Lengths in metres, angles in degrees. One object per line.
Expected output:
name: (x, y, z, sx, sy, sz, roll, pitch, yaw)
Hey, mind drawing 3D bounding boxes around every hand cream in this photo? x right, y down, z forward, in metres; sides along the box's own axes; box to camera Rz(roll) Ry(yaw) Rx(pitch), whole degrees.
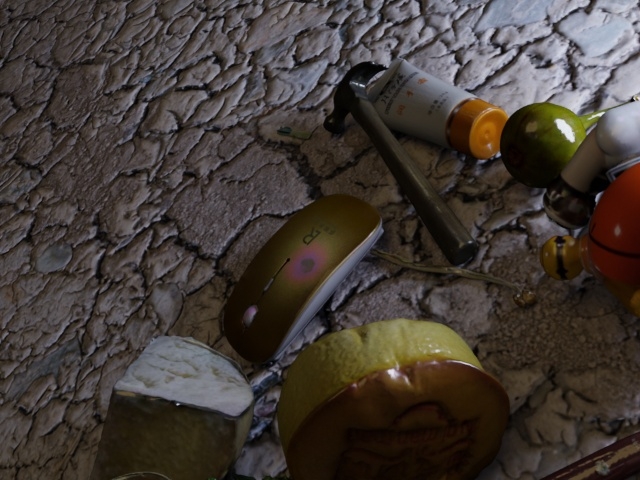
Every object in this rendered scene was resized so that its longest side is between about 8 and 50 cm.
hand cream: (0.183, -0.224, 1.342, 0.140, 0.089, 0.314, -55, 38, -3)

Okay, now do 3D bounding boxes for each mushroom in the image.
mushroom: (0.185, 0.047, 1.163, 0.286, 0.028, 0.026, 19, 109, 42)

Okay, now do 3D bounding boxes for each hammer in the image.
hammer: (0.126, -0.126, 1.293, 0.168, 0.044, 0.440, -61, 41, 34)

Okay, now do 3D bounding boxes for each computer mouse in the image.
computer mouse: (-0.034, 0.051, 1.249, 0.310, 0.072, 0.158, -49, 43, -5)

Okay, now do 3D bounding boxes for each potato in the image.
potato: (-0.208, 0.298, 1.159, 0.189, 0.211, 0.264, 19, 102, 2)

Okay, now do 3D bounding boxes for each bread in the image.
bread: (0.078, 0.209, 0.923, 0.269, 0.270, 0.148, -31, 41, 7)

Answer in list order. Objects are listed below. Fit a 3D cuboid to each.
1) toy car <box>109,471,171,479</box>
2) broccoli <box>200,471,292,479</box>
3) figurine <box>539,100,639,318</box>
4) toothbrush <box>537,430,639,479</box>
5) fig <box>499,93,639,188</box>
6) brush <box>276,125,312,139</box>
toy car: (-0.260, 0.357, 0.931, 0.235, 0.145, 0.235, -11, 24, 5)
broccoli: (-0.078, 0.365, 0.980, 0.195, 0.195, 0.156, -25, 11, 13)
figurine: (0.417, -0.028, 0.948, 0.320, 0.196, 0.323, -20, 36, 9)
toothbrush: (0.342, 0.240, 0.891, 0.364, 0.041, 0.041, -29, 45, 9)
fig: (0.366, -0.164, 1.169, 0.236, 0.124, 0.124, -29, 41, -19)
brush: (-0.051, -0.205, 1.520, 0.083, 0.013, 0.016, 17, 64, 39)
